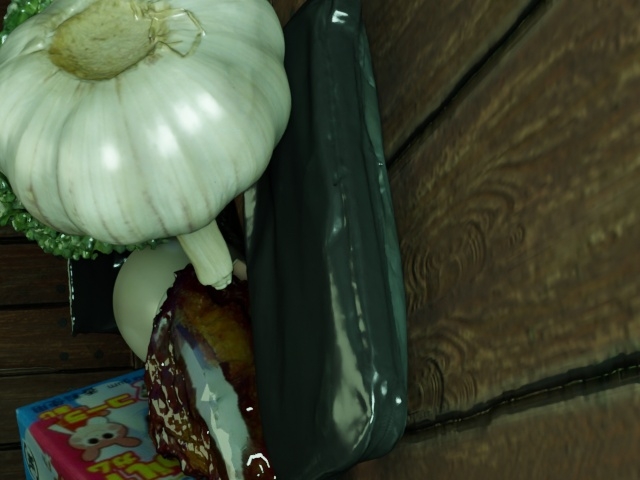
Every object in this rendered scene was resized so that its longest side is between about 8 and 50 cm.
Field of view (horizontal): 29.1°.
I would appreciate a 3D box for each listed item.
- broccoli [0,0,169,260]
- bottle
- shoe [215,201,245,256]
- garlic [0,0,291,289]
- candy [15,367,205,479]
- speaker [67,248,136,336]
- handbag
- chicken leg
[{"bbox_3d":[-0.156,-0.142,1.206,0.249,0.301,0.375,69,-138,-69],"label":"broccoli"},{"bbox_3d":[-0.112,0.073,1.189,0.236,0.147,0.148,-159,68,-71],"label":"bottle"},{"bbox_3d":[-0.129,0.004,1.418,0.194,0.074,0.077,-116,22,-57],"label":"shoe"},{"bbox_3d":[-0.098,-0.056,0.804,0.226,0.199,0.199,68,-174,-47],"label":"garlic"},{"bbox_3d":[-0.153,0.224,1.136,0.306,0.157,0.100,25,124,54],"label":"candy"},{"bbox_3d":[-0.308,0.064,1.969,0.388,0.184,0.180,175,92,-79],"label":"speaker"},{"bbox_3d":[0.000,-0.003,0.807,0.191,0.074,0.332,124,146,-62],"label":"handbag"},{"bbox_3d":[-0.063,0.188,0.938,0.096,0.158,0.407,38,-142,-53],"label":"chicken leg"}]
